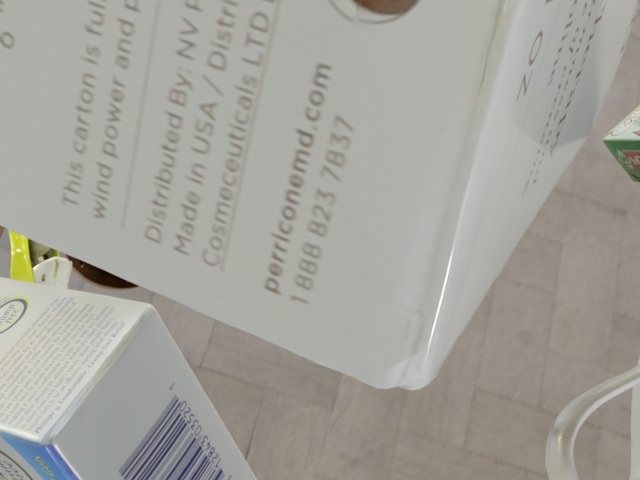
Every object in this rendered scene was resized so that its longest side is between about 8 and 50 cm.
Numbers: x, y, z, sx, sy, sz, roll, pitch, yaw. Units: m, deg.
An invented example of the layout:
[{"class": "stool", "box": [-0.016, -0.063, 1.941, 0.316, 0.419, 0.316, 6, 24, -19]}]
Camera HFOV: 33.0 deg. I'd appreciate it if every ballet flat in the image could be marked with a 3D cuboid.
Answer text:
[{"class": "ballet flat", "box": [-0.361, 0.020, 1.399, 0.077, 0.077, 0.231, -23, 66, 21]}]

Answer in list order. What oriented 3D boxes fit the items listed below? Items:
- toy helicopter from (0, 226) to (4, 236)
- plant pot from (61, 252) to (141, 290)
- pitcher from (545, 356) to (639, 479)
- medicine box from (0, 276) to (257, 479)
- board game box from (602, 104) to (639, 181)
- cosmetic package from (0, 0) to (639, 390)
[{"class": "toy helicopter", "box": [-0.318, -0.140, 1.066, 0.140, 0.355, 0.235, 25, 25, 16]}, {"class": "plant pot", "box": [-0.318, -0.034, 1.737, 0.167, 0.167, 0.165, 11, 37, -7]}, {"class": "pitcher", "box": [0.232, 0.105, 0.666, 0.178, 0.125, 0.207, 40, 66, -21]}, {"class": "medicine box", "box": [-0.234, 0.179, 0.967, 0.289, 0.263, 0.149, 6, 46, 35]}, {"class": "board game box", "box": [0.324, -0.113, 0.658, 0.213, 0.317, 0.046, -41, 100, -4]}, {"class": "cosmetic package", "box": [-0.003, -0.198, 0.530, 0.327, 0.329, 0.394, 21, 26, 15]}]
